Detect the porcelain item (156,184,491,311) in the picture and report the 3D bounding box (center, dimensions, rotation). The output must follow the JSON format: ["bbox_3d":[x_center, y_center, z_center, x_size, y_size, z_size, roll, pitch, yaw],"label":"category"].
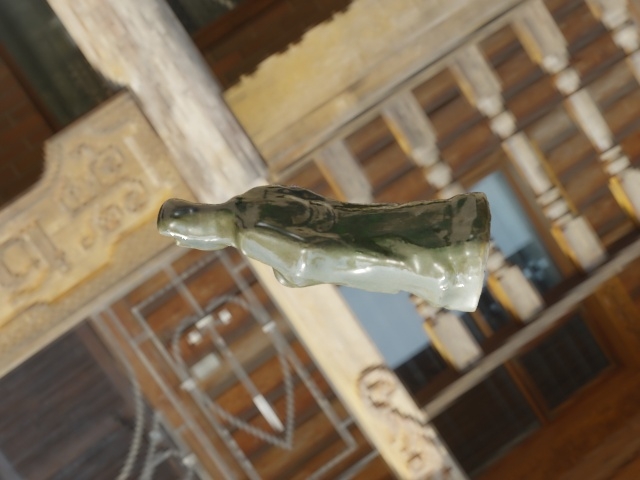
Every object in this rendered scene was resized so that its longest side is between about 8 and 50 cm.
[{"bbox_3d":[0.000,0.000,0.867,0.216,0.069,0.081,5,-136,-1],"label":"porcelain item"}]
